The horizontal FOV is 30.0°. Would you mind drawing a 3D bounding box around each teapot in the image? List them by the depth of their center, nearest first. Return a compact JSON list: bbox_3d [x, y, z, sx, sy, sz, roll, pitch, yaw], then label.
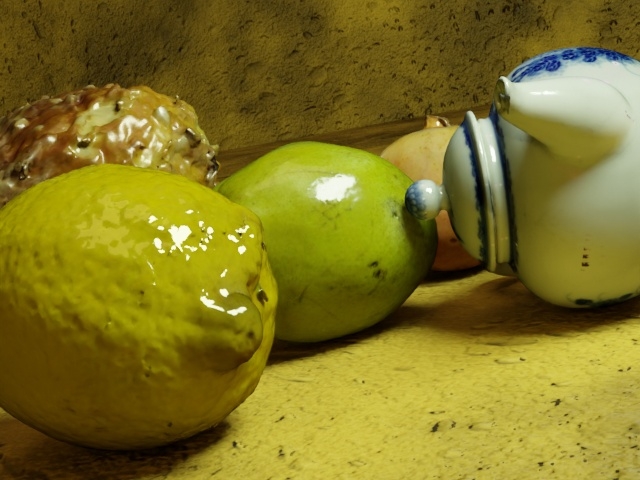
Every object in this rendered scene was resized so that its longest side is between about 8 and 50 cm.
[{"bbox_3d":[0.221,-0.055,1.163,0.280,0.252,0.424,-8,-22,4],"label":"teapot"}]

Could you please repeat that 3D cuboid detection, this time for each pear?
[{"bbox_3d":[0.000,0.000,1.240,0.269,0.212,0.212,3,3,-28],"label":"pear"}]

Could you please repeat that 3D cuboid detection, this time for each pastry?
[{"bbox_3d":[-0.324,-0.029,1.533,0.405,0.292,0.337,-2,32,40],"label":"pastry"}]

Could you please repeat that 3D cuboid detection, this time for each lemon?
[{"bbox_3d":[-0.167,0.057,1.012,0.320,0.245,0.245,6,19,39],"label":"lemon"}]

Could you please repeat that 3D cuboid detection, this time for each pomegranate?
[{"bbox_3d":[0.151,-0.053,1.442,0.191,0.191,0.191,-11,10,2],"label":"pomegranate"}]
